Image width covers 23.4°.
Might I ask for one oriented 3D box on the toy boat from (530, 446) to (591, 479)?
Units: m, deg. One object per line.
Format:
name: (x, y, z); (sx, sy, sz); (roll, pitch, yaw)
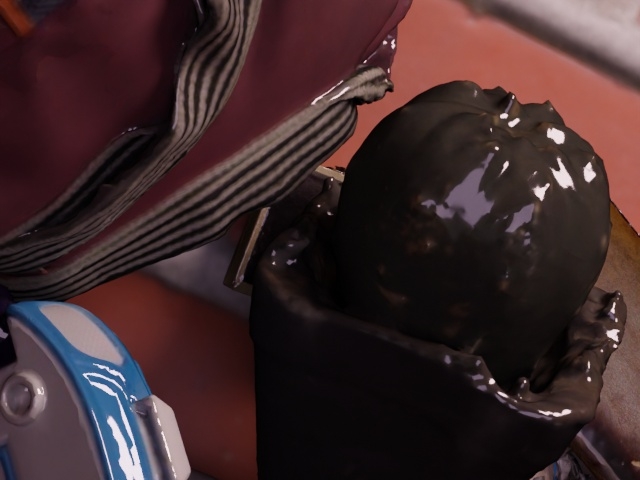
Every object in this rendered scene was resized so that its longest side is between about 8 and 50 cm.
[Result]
toy boat: (0.105, 0.185, 0.839); (0.084, 0.066, 0.210); (-6, 100, -23)

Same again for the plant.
plant: (0.051, 0.046, 0.722); (0.164, 0.142, 0.256); (27, 122, 9)

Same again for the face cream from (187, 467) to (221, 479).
face cream: (-0.081, 0.171, 0.799); (0.314, 0.089, 0.143); (16, 89, 0)

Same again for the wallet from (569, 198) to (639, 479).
wallet: (0.185, 0.087, 0.841); (0.255, 0.031, 0.137); (49, 55, -8)

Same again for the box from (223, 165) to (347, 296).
box: (0.000, 0.000, 0.823); (0.079, 0.035, 0.083); (21, 89, -11)

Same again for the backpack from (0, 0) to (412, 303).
backpack: (-0.122, -0.076, 0.686); (0.317, 0.283, 0.197); (-43, 68, 6)

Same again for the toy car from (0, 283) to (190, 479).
toy car: (-0.175, 0.147, 0.687); (0.314, 0.166, 0.198); (-27, 72, 21)
